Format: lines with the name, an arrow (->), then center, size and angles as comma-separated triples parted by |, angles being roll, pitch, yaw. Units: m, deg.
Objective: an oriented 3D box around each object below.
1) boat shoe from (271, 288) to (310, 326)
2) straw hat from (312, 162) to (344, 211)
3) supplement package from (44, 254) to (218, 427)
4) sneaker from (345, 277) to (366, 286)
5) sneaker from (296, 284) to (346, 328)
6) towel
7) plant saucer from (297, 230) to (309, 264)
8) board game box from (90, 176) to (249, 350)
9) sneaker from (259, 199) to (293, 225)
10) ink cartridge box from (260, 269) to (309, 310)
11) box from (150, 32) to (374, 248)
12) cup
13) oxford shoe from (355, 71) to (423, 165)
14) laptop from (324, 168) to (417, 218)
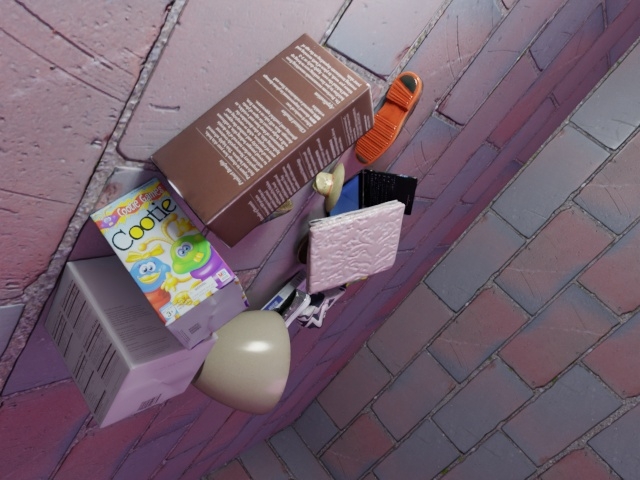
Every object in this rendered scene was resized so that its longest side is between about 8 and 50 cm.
boat shoe -> -0.134, 0.254, 1.619 | 0.228, 0.080, 0.076 | -44, 117, 9
straw hat -> 0.011, -0.153, 1.305 | 0.061, 0.145, 0.144 | 16, 129, -16
supplement package -> -0.391, 0.188, 0.981 | 0.199, 0.263, 0.198 | -10, 141, -53
sneaker -> 0.091, 0.147, 1.970 | 0.123, 0.110, 0.295 | -26, 179, 42
sneaker -> -0.003, 0.251, 1.800 | 0.235, 0.094, 0.153 | -37, 150, -34
towel -> 0.107, 0.025, 1.575 | 0.331, 0.053, 0.317 | -15, 137, -17
plant saucer -> 0.000, 0.000, 1.584 | 0.198, 0.036, 0.199 | -28, 152, -17
board game box -> -0.277, 0.040, 0.894 | 0.142, 0.275, 0.144 | -36, 157, -17
sneaker -> -0.157, -0.070, 1.194 | 0.192, 0.064, 0.086 | -11, 149, -52
ink cartridge box -> -0.113, 0.247, 1.767 | 0.223, 0.045, 0.224 | -44, 151, -20
box -> -0.099, -0.187, 0.903 | 0.381, 0.191, 0.143 | -40, 158, -8
cup -> -0.278, 0.367, 1.496 | 0.236, 0.331, 0.331 | 15, 123, -32
oxford shoe -> 0.194, -0.318, 1.294 | 0.271, 0.097, 0.098 | -54, 161, 24
laptop -> 0.163, -0.110, 1.549 | 0.234, 0.264, 0.137 | 80, 23, -65
